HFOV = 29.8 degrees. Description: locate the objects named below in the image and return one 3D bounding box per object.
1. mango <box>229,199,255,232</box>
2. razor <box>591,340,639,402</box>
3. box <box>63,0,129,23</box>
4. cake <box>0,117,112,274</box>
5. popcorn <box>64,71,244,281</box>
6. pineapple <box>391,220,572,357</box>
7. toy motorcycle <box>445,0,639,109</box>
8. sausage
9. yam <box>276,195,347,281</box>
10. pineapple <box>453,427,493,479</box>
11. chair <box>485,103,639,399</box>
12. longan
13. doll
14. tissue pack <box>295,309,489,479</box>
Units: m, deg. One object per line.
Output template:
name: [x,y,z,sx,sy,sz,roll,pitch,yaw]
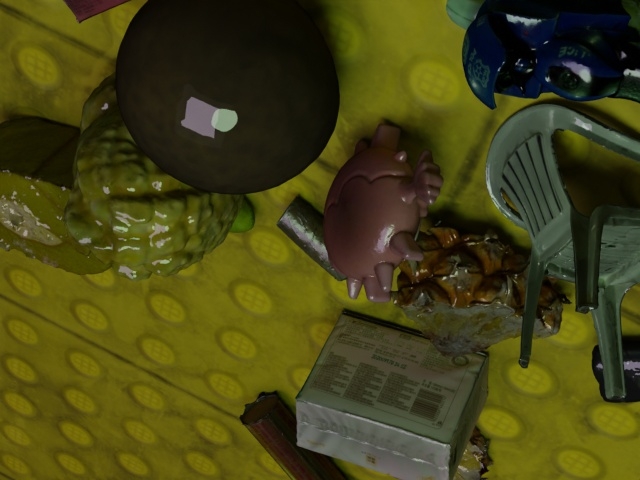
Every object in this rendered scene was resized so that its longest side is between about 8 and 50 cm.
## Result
mango: [-0.139,-0.046,1.651,0.108,0.056,0.073,29,146,-2]
razor: [0.422,0.167,1.524,0.148,0.054,0.090,-2,130,32]
box: [-0.259,-0.335,1.426,0.156,0.060,0.111,-11,125,36]
cake: [-0.378,-0.060,1.719,0.260,0.156,0.179,17,132,19]
popcorn: [-0.203,-0.079,1.526,0.225,0.286,0.174,16,130,-16]
pineapple: [0.190,0.076,1.511,0.236,0.114,0.186,22,147,-13]
toy motorcycle: [0.266,-0.181,1.150,0.331,0.196,0.125,21,139,14]
sausage: [-0.001,0.399,2.018,0.082,0.082,0.371,-13,125,40]
yam: [0.000,0.000,1.616,0.132,0.054,0.054,41,139,-10]
pineapple: [0.163,0.311,1.848,0.221,0.047,0.221,15,134,16]
chair: [0.293,0.002,1.335,0.190,0.275,0.203,14,142,-17]
longan: [-0.105,-0.172,1.355,0.258,0.258,0.258,17,138,16]
doll: [0.066,-0.034,1.433,0.093,0.211,0.262,8,154,-26]
tissue pack: [0.102,0.222,1.679,0.225,0.185,0.124,15,135,18]
